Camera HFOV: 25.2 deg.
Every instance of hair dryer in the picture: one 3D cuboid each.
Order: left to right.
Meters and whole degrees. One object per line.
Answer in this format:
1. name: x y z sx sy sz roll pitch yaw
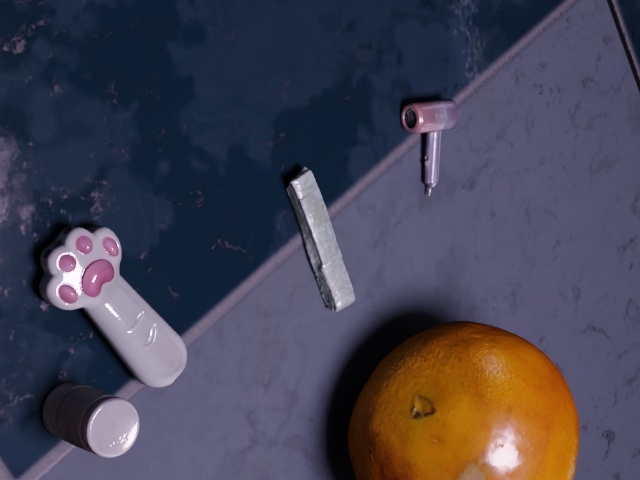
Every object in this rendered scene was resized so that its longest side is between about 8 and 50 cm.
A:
1. hair dryer: 0.126 -0.106 1.663 0.063 0.037 0.114 -11 110 -36

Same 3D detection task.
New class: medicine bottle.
1. medicine bottle: -0.221 0.171 1.374 0.058 0.091 0.058 -6 100 -39

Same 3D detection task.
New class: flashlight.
1. flashlight: -0.198 0.070 1.408 0.093 0.047 0.200 -50 123 -23

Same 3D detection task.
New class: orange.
1. orange: 0.159 0.221 1.588 0.261 0.261 0.261 -6 100 -39

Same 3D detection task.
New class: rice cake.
1. rice cake: -0.001 0.000 1.573 0.033 0.029 0.171 -30 115 -28
